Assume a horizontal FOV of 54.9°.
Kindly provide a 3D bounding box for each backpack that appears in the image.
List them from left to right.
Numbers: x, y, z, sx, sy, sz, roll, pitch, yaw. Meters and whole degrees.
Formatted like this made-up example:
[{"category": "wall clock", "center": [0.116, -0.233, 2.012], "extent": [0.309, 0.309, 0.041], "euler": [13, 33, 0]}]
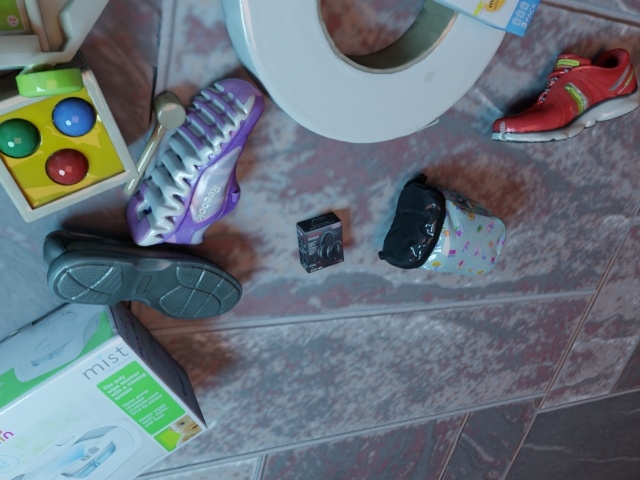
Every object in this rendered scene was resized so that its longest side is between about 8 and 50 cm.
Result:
[{"category": "backpack", "center": [0.200, -0.009, 0.974], "extent": [0.182, 0.115, 0.151], "euler": [9, 112, -37]}]

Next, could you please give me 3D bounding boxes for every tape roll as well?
[{"category": "tape roll", "center": [0.074, -0.308, 0.737], "extent": [0.392, 0.072, 0.391], "euler": [-15, 126, -22]}]

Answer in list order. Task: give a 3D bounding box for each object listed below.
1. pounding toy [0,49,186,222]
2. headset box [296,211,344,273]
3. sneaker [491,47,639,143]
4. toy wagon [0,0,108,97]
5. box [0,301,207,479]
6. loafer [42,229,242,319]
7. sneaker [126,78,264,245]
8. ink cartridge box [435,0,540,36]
[{"category": "pounding toy", "center": [-0.239, -0.104, 0.669], "extent": [0.206, 0.094, 0.181], "euler": [-25, 129, -14]}, {"category": "headset box", "center": [0.000, 0.000, 0.916], "extent": [0.062, 0.032, 0.083], "euler": [-18, 128, -19]}, {"category": "sneaker", "center": [0.375, -0.229, 0.965], "extent": [0.279, 0.107, 0.118], "euler": [-24, 110, -19]}, {"category": "toy wagon", "center": [-0.277, -0.253, 0.515], "extent": [0.344, 0.068, 0.267], "euler": [-22, 111, -43]}, {"category": "box", "center": [-0.326, 0.222, 0.811], "extent": [0.262, 0.127, 0.231], "euler": [-32, 132, -8]}, {"category": "loafer", "center": [-0.216, 0.036, 0.783], "extent": [0.268, 0.084, 0.096], "euler": [16, 119, -47]}, {"category": "sneaker", "center": [-0.136, -0.084, 0.751], "extent": [0.105, 0.095, 0.236], "euler": [22, 112, -43]}, {"category": "ink cartridge box", "center": [0.179, -0.315, 0.705], "extent": [0.181, 0.061, 0.104], "euler": [7, 115, -33]}]
